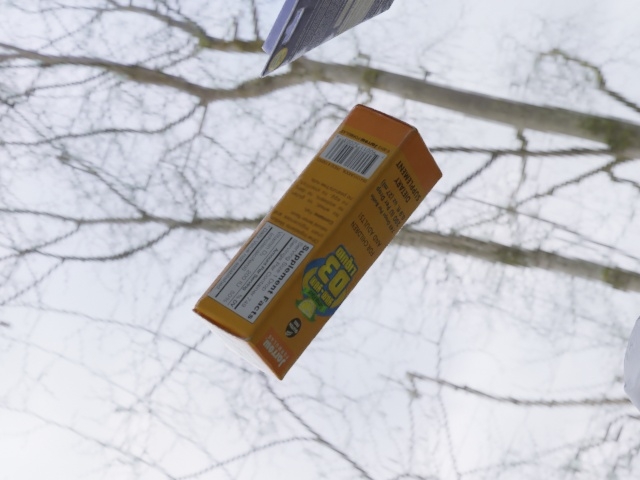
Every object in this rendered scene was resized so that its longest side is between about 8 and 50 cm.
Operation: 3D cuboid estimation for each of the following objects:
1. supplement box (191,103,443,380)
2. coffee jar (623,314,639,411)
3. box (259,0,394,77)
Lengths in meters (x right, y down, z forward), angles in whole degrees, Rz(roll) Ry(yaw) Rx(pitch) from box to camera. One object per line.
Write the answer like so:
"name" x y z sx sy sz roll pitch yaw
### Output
"supplement box" 0.000 0.000 0.999 0.233 0.080 0.078 -50 -40 -11
"coffee jar" 0.310 0.069 0.856 0.184 0.079 0.096 -19 -40 -18
"box" 0.022 -0.254 1.184 0.225 0.036 0.136 -37 -14 -42
